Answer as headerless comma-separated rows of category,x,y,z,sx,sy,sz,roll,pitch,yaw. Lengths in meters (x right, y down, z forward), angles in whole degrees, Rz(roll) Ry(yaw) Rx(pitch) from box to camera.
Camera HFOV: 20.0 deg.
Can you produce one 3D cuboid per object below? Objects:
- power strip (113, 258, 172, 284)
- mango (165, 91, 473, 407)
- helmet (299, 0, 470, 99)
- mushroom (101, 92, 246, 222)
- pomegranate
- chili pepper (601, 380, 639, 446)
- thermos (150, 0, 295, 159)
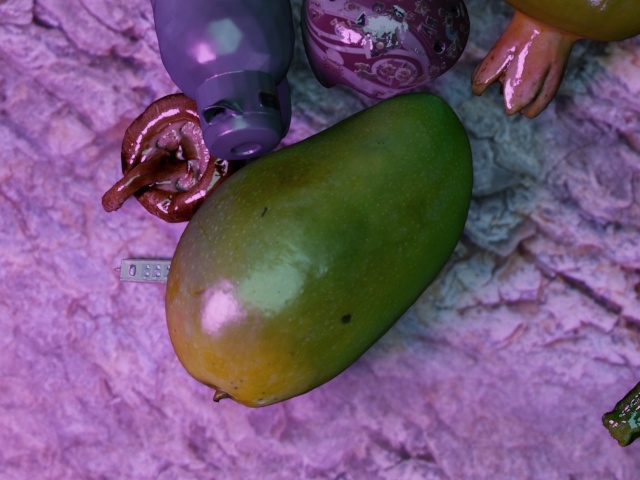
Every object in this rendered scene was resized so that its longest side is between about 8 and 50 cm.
power strip,-0.180,0.034,1.946,0.083,0.017,0.027,2,87,3
mango,0.000,0.000,1.842,0.382,0.201,0.225,-46,68,-6
helmet,0.053,-0.235,1.853,0.176,0.107,0.153,8,63,32
mushroom,-0.158,-0.078,1.918,0.170,0.080,0.135,-29,74,3
pomegranate,0.248,-0.266,1.832,0.236,0.236,0.302,27,102,5
chili pepper,0.354,0.143,1.846,0.050,0.073,0.182,42,134,8
thermos,-0.093,-0.219,1.865,0.145,0.182,0.287,-17,71,21
